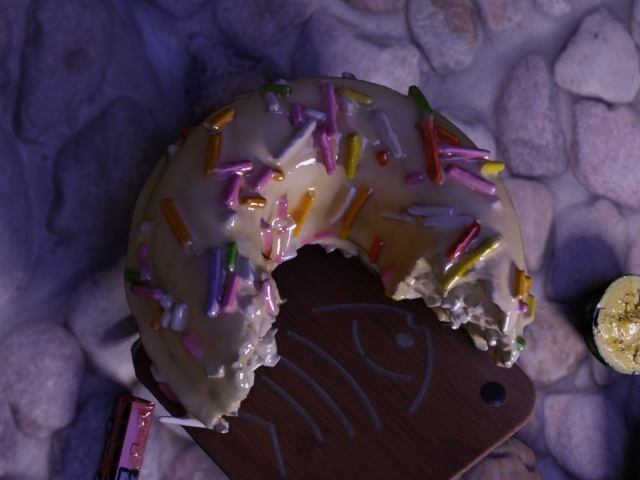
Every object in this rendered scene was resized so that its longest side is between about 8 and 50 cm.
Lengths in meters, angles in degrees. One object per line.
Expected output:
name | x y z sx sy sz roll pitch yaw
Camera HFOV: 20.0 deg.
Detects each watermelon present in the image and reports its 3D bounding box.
watermelon | 0.315 0.089 1.903 0.105 0.062 0.106 4 82 -29

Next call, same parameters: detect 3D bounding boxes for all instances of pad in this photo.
pad | 0.015 0.126 1.654 0.284 0.018 0.286 -33 65 -26

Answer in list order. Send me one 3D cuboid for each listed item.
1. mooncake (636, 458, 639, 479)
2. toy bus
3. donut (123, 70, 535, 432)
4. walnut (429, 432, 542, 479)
mooncake | 0.455 0.245 1.955 0.234 0.117 0.235 0 90 -31
toy bus | -0.178 0.196 1.642 0.031 0.043 0.110 15 84 -29
donut | 0.006 -0.008 1.618 0.371 0.150 0.307 -11 68 -16
walnut | 0.104 0.256 1.715 0.224 0.224 0.224 -1 92 -29
